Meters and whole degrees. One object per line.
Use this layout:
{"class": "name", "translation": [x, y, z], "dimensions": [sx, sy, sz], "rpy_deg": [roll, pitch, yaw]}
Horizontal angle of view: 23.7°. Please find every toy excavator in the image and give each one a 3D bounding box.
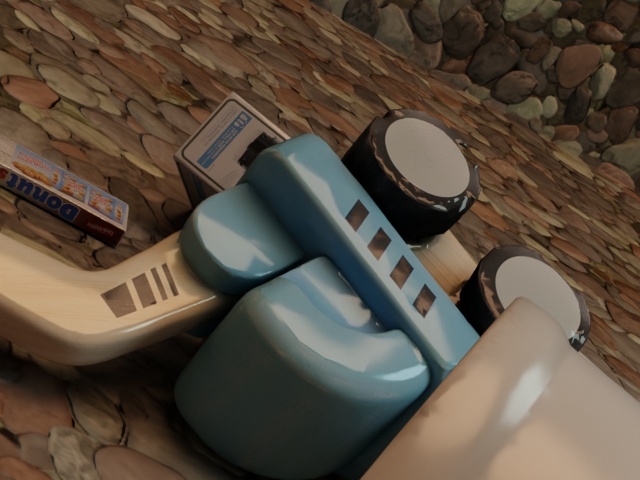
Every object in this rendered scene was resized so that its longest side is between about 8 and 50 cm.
{"class": "toy excavator", "translation": [-0.077, 0.045, 1.158], "dimensions": [0.445, 0.222, 0.433], "rpy_deg": [-27, 74, -45]}

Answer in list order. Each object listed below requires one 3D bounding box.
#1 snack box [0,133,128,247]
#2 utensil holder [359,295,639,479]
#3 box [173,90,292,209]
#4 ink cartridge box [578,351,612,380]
{"class": "snack box", "translation": [-0.256, -0.055, 1.382], "dimensions": [0.178, 0.022, 0.064], "rpy_deg": [30, 18, -16]}
{"class": "utensil holder", "translation": [0.151, 0.271, 0.798], "dimensions": [0.385, 0.328, 0.327], "rpy_deg": [39, 18, 7]}
{"class": "box", "translation": [0.000, 0.000, 1.481], "dimensions": [0.290, 0.087, 0.169], "rpy_deg": [39, -12, 11]}
{"class": "ink cartridge box", "translation": [0.247, 0.204, 1.435], "dimensions": [0.231, 0.134, 0.078], "rpy_deg": [44, 19, 23]}
